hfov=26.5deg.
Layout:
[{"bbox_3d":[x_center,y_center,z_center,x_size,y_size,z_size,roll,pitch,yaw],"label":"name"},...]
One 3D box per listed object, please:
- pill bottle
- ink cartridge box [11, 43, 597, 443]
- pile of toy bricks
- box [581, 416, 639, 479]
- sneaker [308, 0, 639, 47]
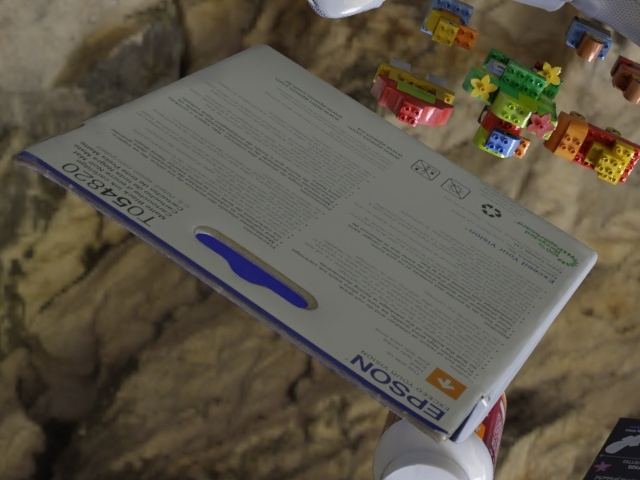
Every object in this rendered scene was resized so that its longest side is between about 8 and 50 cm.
[{"bbox_3d":[0.085,0.149,0.977,0.086,0.086,0.152,13,-156,8],"label":"pill bottle"},{"bbox_3d":[0.000,0.000,0.642,0.223,0.045,0.224,34,-150,13],"label":"ink cartridge box"},{"bbox_3d":[0.151,-0.105,1.008,0.212,0.118,0.105,22,-152,-4],"label":"pile of toy bricks"},{"bbox_3d":[0.349,0.305,1.251,0.163,0.247,0.142,-1,-147,40],"label":"box"},{"bbox_3d":[0.106,-0.202,0.949,0.366,0.210,0.137,43,-174,-8],"label":"sneaker"}]
